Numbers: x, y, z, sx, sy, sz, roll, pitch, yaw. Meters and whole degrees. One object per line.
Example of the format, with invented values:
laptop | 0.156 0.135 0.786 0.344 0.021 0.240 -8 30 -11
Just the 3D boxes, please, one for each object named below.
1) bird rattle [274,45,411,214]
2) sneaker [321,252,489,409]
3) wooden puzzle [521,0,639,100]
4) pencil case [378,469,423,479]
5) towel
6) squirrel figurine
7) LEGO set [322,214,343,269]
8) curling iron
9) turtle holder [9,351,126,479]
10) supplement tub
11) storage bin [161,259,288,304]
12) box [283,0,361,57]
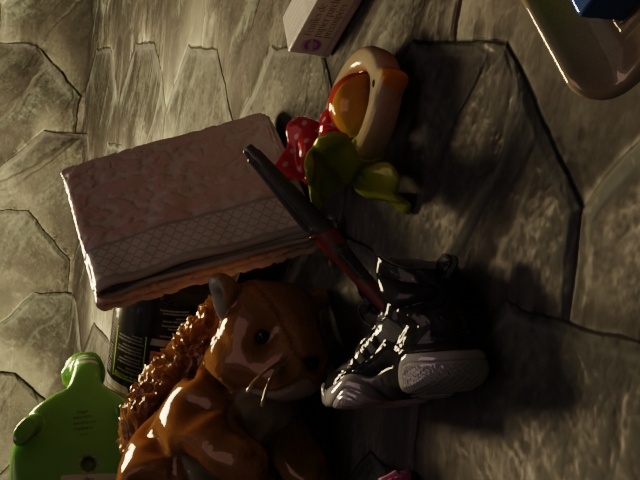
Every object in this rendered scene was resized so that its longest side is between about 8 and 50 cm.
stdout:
bird rattle | 0.045 -0.135 1.278 0.253 0.143 0.207 -113 43 -69
sneaker | 0.083 0.100 1.140 0.268 0.101 0.153 -29 61 57
wooden puzzle | 0.231 -0.332 0.777 0.348 0.080 0.322 -53 46 44
pencil case | 0.097 0.343 1.090 0.098 0.095 0.209 64 -174 -54
towel | -0.193 -0.055 1.513 0.317 0.331 0.053 -117 14 -47
squirrel figurine | -0.135 0.203 1.426 0.397 0.281 0.371 41 118 56
LEGO set | 0.019 -0.001 1.397 0.083 0.023 0.054 101 161 -52
curling iron | 0.000 0.000 1.208 0.274 0.035 0.068 49 153 -7
turtle holder | -0.395 0.353 1.694 0.320 0.243 0.227 55 156 13
supplement tub | -0.273 0.172 1.838 0.193 0.193 0.316 -140 57 -62
storage bin | -0.153 0.029 1.586 0.084 0.180 0.122 -108 31 -41
box | 0.037 -0.360 1.328 0.324 0.063 0.067 126 141 -52
